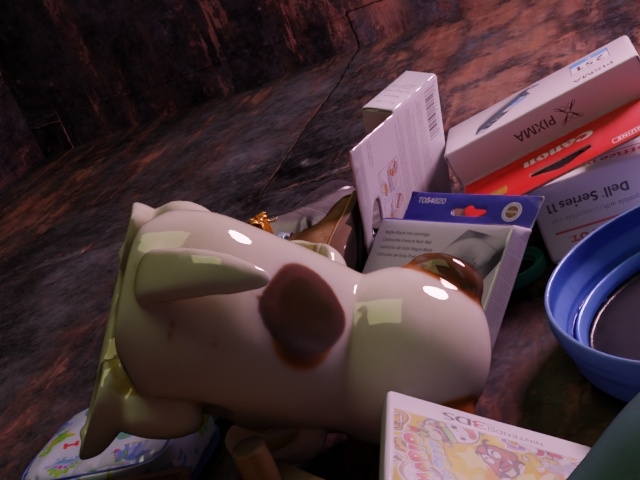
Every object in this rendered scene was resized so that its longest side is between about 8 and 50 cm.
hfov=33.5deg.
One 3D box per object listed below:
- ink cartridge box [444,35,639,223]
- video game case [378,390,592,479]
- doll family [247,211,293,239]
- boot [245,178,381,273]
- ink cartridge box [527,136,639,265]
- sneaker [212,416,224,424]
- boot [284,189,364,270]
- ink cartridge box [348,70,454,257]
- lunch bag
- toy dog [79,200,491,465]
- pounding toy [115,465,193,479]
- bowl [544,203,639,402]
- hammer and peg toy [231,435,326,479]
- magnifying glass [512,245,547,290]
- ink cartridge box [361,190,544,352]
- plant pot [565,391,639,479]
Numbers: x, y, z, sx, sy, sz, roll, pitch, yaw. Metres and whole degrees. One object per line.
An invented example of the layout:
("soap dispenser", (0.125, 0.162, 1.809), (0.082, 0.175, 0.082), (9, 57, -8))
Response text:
("ink cartridge box", (0.313, -0.159, 1.464), (0.296, 0.066, 0.261), (-28, 16, 19))
("video game case", (0.151, 0.220, 0.907), (0.206, 0.026, 0.227), (16, 23, -2))
("doll family", (-0.064, 0.047, 1.490), (0.263, 0.163, 0.118), (-39, -7, -45))
("boot", (-0.018, 0.024, 1.684), (0.338, 0.118, 0.223), (-37, 32, -14))
("ink cartridge box", (0.396, -0.086, 1.470), (0.207, 0.119, 0.353), (-19, 20, 16))
("sneaker", (-0.188, 0.174, 1.440), (0.104, 0.125, 0.262), (-39, 24, -26))
("boot", (0.000, 0.000, 1.437), (0.115, 0.112, 0.305), (-2, 15, 12))
("ink cartridge box", (0.104, -0.067, 1.518), (0.060, 0.275, 0.239), (12, 39, 34))
("lunch bag", (-0.246, 0.270, 1.310), (0.219, 0.090, 0.176), (-16, 20, 21))
("toy dog", (-0.018, 0.091, 1.143), (0.395, 0.408, 0.284), (122, 156, -55))
("pounding toy", (-0.200, 0.321, 1.144), (0.141, 0.100, 0.130), (-12, 20, 0))
("bowl", (0.439, 0.045, 1.129), (0.391, 0.077, 0.391), (-21, 21, 9))
("hammer and peg toy", (-0.095, 0.334, 0.914), (0.361, 0.127, 0.266), (-35, 24, -30))
("magnifying glass", (0.206, 0.071, 1.425), (0.231, 0.026, 0.092), (-28, 20, -20))
("ink cartridge box", (0.154, 0.027, 1.364), (0.223, 0.045, 0.224), (4, 65, 45))
("plant pot", (0.279, 0.198, 0.680), (0.255, 0.271, 0.271), (-36, 17, 10))
